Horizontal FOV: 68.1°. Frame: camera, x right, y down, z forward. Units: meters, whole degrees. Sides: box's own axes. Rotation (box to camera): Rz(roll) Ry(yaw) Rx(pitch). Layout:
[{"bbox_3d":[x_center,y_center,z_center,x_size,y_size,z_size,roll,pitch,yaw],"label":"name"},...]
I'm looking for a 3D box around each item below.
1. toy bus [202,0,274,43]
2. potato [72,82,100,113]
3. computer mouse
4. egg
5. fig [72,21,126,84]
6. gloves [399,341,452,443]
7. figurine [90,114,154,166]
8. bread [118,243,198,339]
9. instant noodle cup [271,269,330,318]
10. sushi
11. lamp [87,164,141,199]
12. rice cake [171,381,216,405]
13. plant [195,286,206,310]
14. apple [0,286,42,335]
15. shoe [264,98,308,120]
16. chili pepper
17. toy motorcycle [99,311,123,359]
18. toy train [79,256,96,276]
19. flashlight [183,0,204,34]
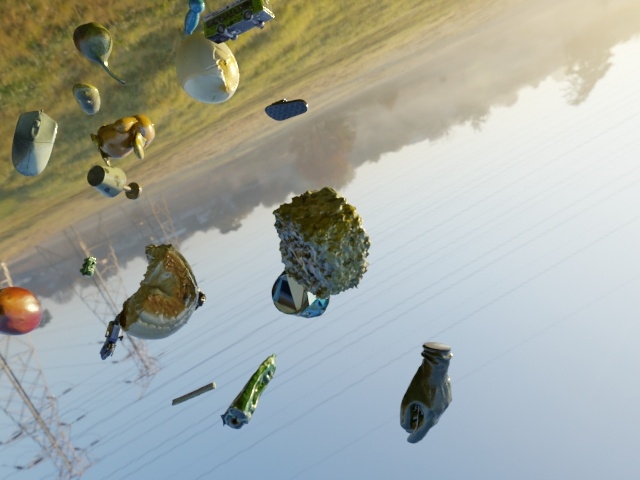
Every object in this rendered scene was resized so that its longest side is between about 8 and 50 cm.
[{"bbox_3d":[-0.348,-0.934,1.970,0.301,0.139,0.113,-14,177,25],"label":"toy bus"},{"bbox_3d":[-1.050,-0.637,2.136,0.105,0.085,0.188,-14,162,-20],"label":"potato"},{"bbox_3d":[-0.927,-0.321,1.533,0.113,0.229,0.068,12,176,-28],"label":"computer mouse"},{"bbox_3d":[-0.537,-0.815,2.229,0.283,0.345,0.283,-16,163,-5],"label":"egg"},{"bbox_3d":[-0.855,-0.720,1.853,0.149,0.245,0.149,-20,-154,10],"label":"fig"},{"bbox_3d":[0.260,0.378,1.157,0.135,0.268,0.107,4,-162,-31],"label":"gloves"},{"bbox_3d":[-0.807,-0.423,1.950,0.228,0.215,0.215,-3,-169,-3],"label":"figurine"},{"bbox_3d":[-0.479,0.170,1.450,0.171,0.192,0.314,-30,-137,34],"label":"bread"},{"bbox_3d":[-0.093,0.230,2.068,0.240,0.240,0.178,-19,167,27],"label":"instant noodle cup"},{"bbox_3d":[0.000,0.000,1.688,0.240,0.351,0.396,-24,-150,-22],"label":"sushi"},{"bbox_3d":[-0.783,-0.218,1.814,0.121,0.121,0.214,-22,165,14],"label":"lamp"},{"bbox_3d":[-0.581,0.704,2.171,0.207,0.033,0.033,-19,161,-18],"label":"rice cake"},{"bbox_3d":[-0.485,0.185,1.767,0.085,0.087,0.174,-35,-128,-1],"label":"plant"},{"bbox_3d":[-0.993,0.231,1.522,0.147,0.156,0.158,6,-177,9],"label":"apple"},{"bbox_3d":[-0.115,-0.477,1.694,0.179,0.071,0.049,-3,-131,34],"label":"shoe"},{"bbox_3d":[-0.161,0.357,1.167,0.088,0.059,0.227,-47,-176,34],"label":"chili pepper"},{"bbox_3d":[-0.914,0.417,2.083,0.114,0.076,0.205,-35,-139,47],"label":"toy motorcycle"},{"bbox_3d":[-0.931,0.105,1.904,0.053,0.083,0.033,11,164,26],"label":"toy train"},{"bbox_3d":[-0.404,-0.707,1.494,0.051,0.051,0.129,-36,173,-44],"label":"flashlight"}]
